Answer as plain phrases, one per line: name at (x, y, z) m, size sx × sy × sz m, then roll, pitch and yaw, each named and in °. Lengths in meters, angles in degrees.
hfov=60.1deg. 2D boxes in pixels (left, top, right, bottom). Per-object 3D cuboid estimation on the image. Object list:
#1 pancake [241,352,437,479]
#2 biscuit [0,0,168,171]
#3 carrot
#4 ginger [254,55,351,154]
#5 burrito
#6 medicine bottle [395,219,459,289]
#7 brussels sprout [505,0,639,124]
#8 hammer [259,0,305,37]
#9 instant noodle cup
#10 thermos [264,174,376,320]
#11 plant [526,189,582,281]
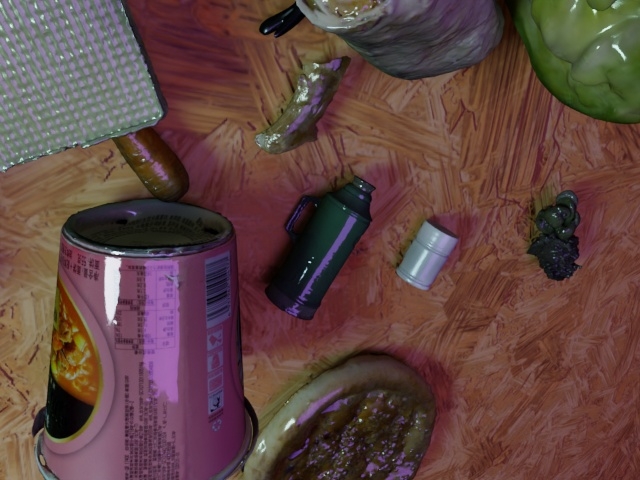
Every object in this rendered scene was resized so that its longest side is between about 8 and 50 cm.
pancake at (0.043, 0.360, 0.933) m, size 0.381 × 0.071 × 0.383 m, roll -13°, pitch 123°, yaw -21°
biscuit at (-0.270, -0.134, 0.461) m, size 0.252 × 0.052 × 0.150 m, roll -20°, pitch 122°, yaw -4°
carrot at (-0.192, -0.114, 0.539) m, size 0.047 × 0.047 × 0.191 m, roll -35°, pitch 126°, yaw -5°
ginger at (-0.016, -0.151, 0.615) m, size 0.137 × 0.044 × 0.057 m, roll -55°, pitch 157°, yaw 17°
burrito at (0.079, -0.219, 0.515) m, size 0.299 × 0.143 × 0.105 m, roll -15°, pitch 100°, yaw -64°
medicine bottle at (0.153, 0.021, 0.797) m, size 0.057 × 0.057 × 0.089 m, roll 17°, pitch 109°, yaw -34°
brussels sprout at (0.298, -0.312, 0.531) m, size 0.314 × 0.276 × 0.371 m, roll -39°, pitch 103°, yaw -6°
hammer at (-0.177, -0.279, 0.453) m, size 0.426 × 0.044 × 0.152 m, roll 2°, pitch 117°, yaw -28°
instant noodle cup at (-0.176, 0.099, 0.581) m, size 0.243 × 0.244 × 0.255 m, roll -4°, pitch 111°, yaw -26°
thermos at (0.004, 0.002, 0.703) m, size 0.188 × 0.083 × 0.073 m, roll -58°, pitch 149°, yaw 11°
plant at (0.384, -0.005, 0.898) m, size 0.085 × 0.087 × 0.174 m, roll -51°, pitch 141°, yaw -32°
